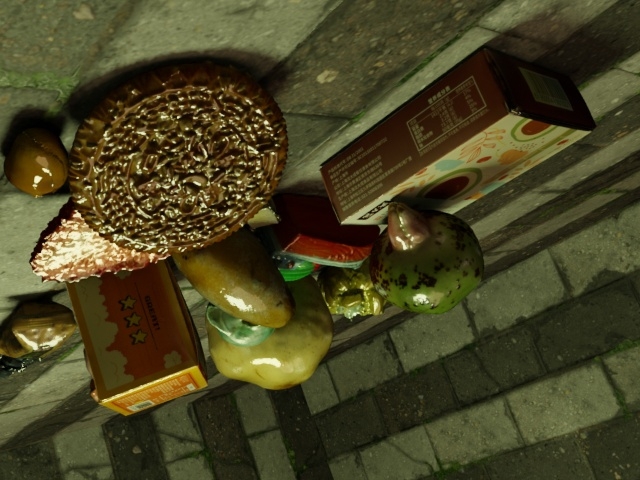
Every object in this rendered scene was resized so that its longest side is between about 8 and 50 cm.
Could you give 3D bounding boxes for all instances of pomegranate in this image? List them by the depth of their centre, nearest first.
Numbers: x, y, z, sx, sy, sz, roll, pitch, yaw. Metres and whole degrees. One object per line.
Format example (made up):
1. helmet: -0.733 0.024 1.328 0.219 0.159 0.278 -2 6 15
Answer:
1. pomegranate: 0.179 0.019 1.334 0.214 0.214 0.248 -25 131 15
2. pomegranate: -0.129 0.213 1.833 0.332 0.333 0.332 -19 164 -6

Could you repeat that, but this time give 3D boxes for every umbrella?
1. umbrella: -0.728 0.287 1.714 0.080 0.071 0.224 28 141 -33

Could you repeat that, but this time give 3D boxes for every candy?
1. candy: -0.601 0.198 1.523 0.143 0.101 0.271 -1 162 -35

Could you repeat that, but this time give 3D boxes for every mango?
1. mango: -0.354 -0.097 0.911 0.077 0.063 0.127 -3 157 -26
2. mango: -0.152 0.065 1.352 0.146 0.193 0.316 -39 125 3

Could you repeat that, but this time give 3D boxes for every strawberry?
1. strawberry: -0.290 -0.044 1.063 0.286 0.106 0.188 -23 141 -4

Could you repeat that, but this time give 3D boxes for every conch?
1. conch: -0.164 0.146 1.532 0.175 0.122 0.188 -8 146 -28

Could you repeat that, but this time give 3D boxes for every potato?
1. potato: -0.113 -0.069 1.270 0.061 0.086 0.122 -23 170 0

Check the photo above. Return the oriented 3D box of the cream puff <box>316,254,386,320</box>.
1. cream puff: 0.083 0.124 2.034 0.194 0.195 0.221 -11 174 -31

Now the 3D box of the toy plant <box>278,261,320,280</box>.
1. toy plant: -0.078 0.051 1.720 0.154 0.088 0.240 -6 180 5

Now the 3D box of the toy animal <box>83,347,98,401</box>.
1. toy animal: -0.480 0.285 1.866 0.281 0.195 0.169 -22 125 18

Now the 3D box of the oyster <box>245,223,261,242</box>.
1. oyster: -0.196 0.043 1.538 0.198 0.092 0.259 -13 160 -38

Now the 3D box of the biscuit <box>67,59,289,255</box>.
1. biscuit: -0.177 -0.096 0.958 0.305 0.038 0.305 -18 137 -18

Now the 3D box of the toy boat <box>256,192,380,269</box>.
1. toy boat: 0.000 0.000 1.514 0.331 0.145 0.133 7 139 -49

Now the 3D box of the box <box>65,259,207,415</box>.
1. box: -0.367 0.198 1.513 0.213 0.260 0.283 -17 164 -11

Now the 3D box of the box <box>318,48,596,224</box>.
1. box: 0.253 -0.167 1.333 0.385 0.122 0.344 -33 161 36
